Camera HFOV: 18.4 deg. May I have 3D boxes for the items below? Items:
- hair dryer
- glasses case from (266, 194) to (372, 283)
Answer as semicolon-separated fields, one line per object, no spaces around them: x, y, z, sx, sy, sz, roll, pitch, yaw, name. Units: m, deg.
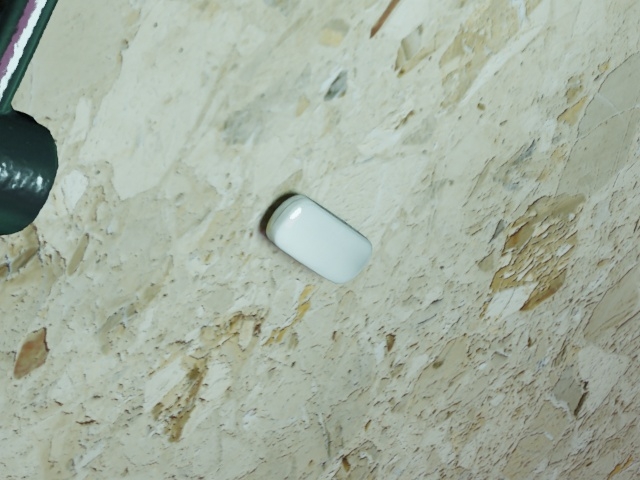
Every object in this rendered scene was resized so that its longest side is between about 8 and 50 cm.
-0.303;-0.169;1.646;0.244;0.116;0.302;21;96;-51;hair dryer
0.000;0.000;2.122;0.063;0.041;0.164;-50;143;6;glasses case
